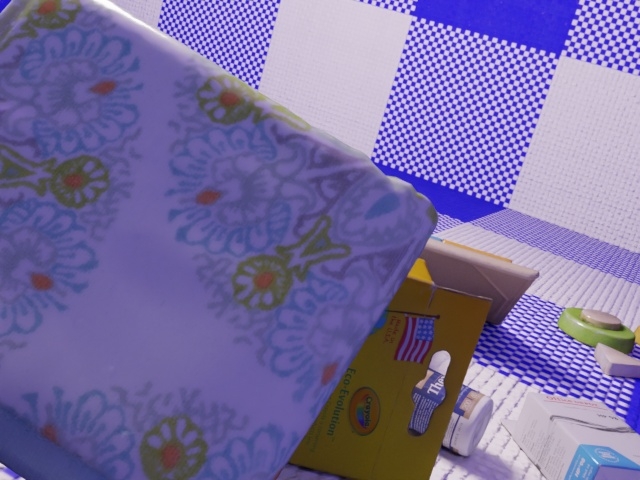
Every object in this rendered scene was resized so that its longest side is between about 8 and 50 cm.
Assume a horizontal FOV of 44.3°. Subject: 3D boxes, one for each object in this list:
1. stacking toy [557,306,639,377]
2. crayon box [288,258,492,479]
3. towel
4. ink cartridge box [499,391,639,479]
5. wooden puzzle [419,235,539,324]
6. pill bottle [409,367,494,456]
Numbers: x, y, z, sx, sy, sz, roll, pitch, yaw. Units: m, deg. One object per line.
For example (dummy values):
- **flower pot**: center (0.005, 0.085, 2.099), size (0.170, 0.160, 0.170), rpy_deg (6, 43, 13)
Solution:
- **stacking toy**: center (0.565, 0.143, 1.297), size (0.279, 0.130, 0.309), rpy_deg (15, 14, -7)
- **crayon box**: center (-0.033, 0.091, 0.704), size (0.318, 0.202, 0.081), rpy_deg (16, 14, -4)
- **towel**: center (-0.147, 0.006, 0.574), size (0.374, 0.320, 0.090), rpy_deg (33, -15, 6)
- **ink cartridge box**: center (0.280, 0.218, 0.840), size (0.104, 0.060, 0.180), rpy_deg (11, 15, -18)
- **wooden puzzle**: center (0.195, 0.051, 1.190), size (0.221, 0.044, 0.239), rpy_deg (17, -21, 4)
- **pill bottle**: center (0.115, 0.171, 0.827), size (0.120, 0.067, 0.067), rpy_deg (23, 16, 26)
